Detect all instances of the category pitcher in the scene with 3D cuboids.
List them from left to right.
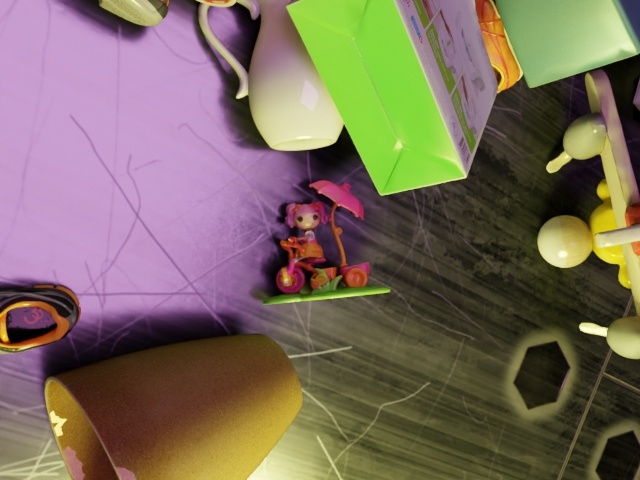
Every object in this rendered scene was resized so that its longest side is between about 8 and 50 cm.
[{"bbox_3d":[-0.057,-0.220,0.812,0.177,0.125,0.207,-6,89,-4],"label":"pitcher"}]

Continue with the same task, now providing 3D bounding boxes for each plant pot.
[{"bbox_3d":[-0.153,0.217,0.770,0.254,0.237,0.237,-23,106,-35],"label":"plant pot"},{"bbox_3d":[0.339,-0.375,0.904,0.234,0.165,0.166,52,51,-26],"label":"plant pot"}]

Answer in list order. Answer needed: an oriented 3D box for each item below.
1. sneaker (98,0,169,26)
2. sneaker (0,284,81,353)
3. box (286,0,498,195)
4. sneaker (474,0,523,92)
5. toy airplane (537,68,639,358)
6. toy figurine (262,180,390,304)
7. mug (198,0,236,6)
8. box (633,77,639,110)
[{"bbox_3d":[-0.258,-0.392,0.683,0.321,0.124,0.180,40,80,-24],"label":"sneaker"},{"bbox_3d":[-0.376,0.091,0.712,0.214,0.083,0.084,-10,102,-22],"label":"sneaker"},{"bbox_3d":[0.109,-0.234,0.799,0.262,0.126,0.231,59,38,-28],"label":"box"},{"bbox_3d":[0.243,-0.300,0.964,0.067,0.064,0.175,-36,107,-6],"label":"sneaker"},{"bbox_3d":[0.463,-0.010,0.987,0.384,0.272,0.386,51,42,-34],"label":"toy airplane"},{"bbox_3d":[0.000,0.000,0.879,0.173,0.130,0.159,-6,85,0],"label":"toy figurine"},{"bbox_3d":[-0.106,-0.371,0.736,0.113,0.150,0.170,22,83,-31],"label":"mug"},{"bbox_3d":[0.626,-0.345,1.095,0.232,0.058,0.322,16,91,-49],"label":"box"}]
